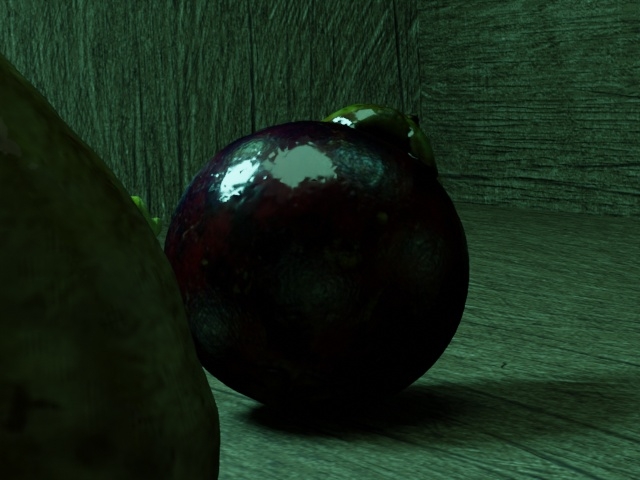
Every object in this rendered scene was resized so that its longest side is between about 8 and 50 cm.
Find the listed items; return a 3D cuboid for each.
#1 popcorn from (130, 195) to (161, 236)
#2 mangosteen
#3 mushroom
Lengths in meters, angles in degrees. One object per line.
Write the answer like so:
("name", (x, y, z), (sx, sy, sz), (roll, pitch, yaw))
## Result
("popcorn", (-0.348, 0.007, 2.450), (0.293, 0.237, 0.293), (-5, 9, 1))
("mangosteen", (0.000, 0.000, 1.812), (0.306, 0.359, 0.306), (7, -32, 4))
("mushroom", (-0.244, 0.026, 1.403), (0.314, 0.397, 0.224), (3, 9, 23))
